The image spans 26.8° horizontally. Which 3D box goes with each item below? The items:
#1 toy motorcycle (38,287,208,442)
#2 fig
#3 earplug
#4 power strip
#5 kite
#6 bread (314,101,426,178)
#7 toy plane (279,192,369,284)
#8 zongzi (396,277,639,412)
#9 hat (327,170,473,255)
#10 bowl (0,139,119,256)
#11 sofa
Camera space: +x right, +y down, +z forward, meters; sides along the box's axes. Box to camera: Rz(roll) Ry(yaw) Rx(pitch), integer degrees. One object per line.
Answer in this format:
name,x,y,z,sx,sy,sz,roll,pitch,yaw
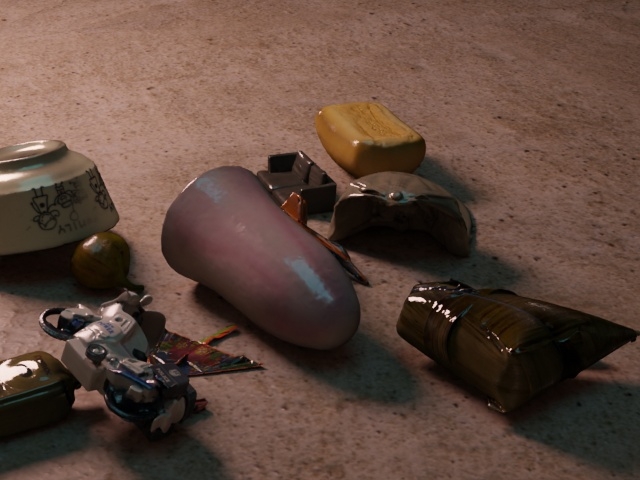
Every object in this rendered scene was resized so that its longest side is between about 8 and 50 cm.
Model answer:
toy motorcycle,-0.220,0.138,1.553,0.150,0.102,0.221,-6,38,-44
fig,-0.292,0.035,1.822,0.098,0.082,0.084,41,8,31
earplug,-0.055,0.043,1.740,0.172,0.172,0.301,-18,38,-34
power strip,-0.431,0.195,1.489,0.388,0.066,0.092,-14,32,-30
kite,-0.160,0.137,1.688,0.190,0.010,0.159,17,30,27
bread,0.080,-0.156,2.203,0.147,0.098,0.217,-7,28,-16
toy plane,-0.008,0.008,1.898,0.062,0.135,0.188,-39,70,1
zongzi,0.241,0.102,1.669,0.242,0.112,0.221,-19,35,-35
hat,0.125,-0.070,2.005,0.214,0.149,0.244,5,37,6
bowl,-0.414,-0.067,1.906,0.238,0.126,0.238,-9,17,3
sofa,-0.039,-0.095,2.114,0.085,0.060,0.147,-9,28,-20
